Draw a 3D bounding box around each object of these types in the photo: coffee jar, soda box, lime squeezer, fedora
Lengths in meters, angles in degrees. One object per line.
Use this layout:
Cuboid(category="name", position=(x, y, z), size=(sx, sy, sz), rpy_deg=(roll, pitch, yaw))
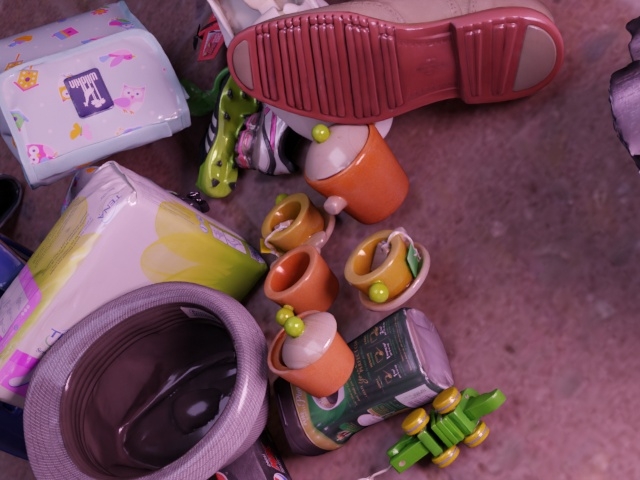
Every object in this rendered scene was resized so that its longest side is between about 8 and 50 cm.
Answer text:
Cuboid(category="coffee jar", position=(0.039, 0.148, 1.226), size=(0.184, 0.079, 0.096), rpy_deg=(-30, 59, 24))
Cuboid(category="soda box", position=(-0.071, 0.254, 1.283), size=(0.060, 0.053, 0.169), rpy_deg=(-43, 49, 15))
Cuboid(category="lime squeezer", position=(-0.121, -0.210, 1.552), size=(0.310, 0.059, 0.110), rpy_deg=(-8, 33, 37))
Cuboid(category="fedora", position=(-0.163, 0.175, 1.267), size=(0.275, 0.124, 0.244), rpy_deg=(-31, 55, 8))

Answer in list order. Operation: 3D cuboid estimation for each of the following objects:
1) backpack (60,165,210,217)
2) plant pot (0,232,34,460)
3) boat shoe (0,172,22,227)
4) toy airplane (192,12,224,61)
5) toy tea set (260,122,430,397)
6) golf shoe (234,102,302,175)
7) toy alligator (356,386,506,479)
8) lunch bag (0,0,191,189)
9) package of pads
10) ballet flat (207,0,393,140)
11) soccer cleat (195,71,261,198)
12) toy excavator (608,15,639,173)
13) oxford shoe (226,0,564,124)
Cuboid(category="backpack", position=(-0.242, -0.025, 1.510), size=(0.182, 0.115, 0.152), rpy_deg=(31, 94, 46))
Cuboid(category="plant pot", position=(-0.412, 0.114, 1.508), size=(0.236, 0.236, 0.212), rpy_deg=(31, 85, 43))
Cuboid(category="boat shoe", position=(-0.513, -0.022, 1.642), size=(0.099, 0.116, 0.319), rpy_deg=(-10, 18, 17))
Cuboid(category="toy airplane", position=(-0.110, -0.291, 1.581), size=(0.151, 0.028, 0.151), rpy_deg=(-27, 38, 23))
Cuboid(category="toy tea set", position=(0.000, 0.000, 1.238), size=(0.200, 0.124, 0.336), rpy_deg=(-35, 31, 17))
Cuboid(category="golf shoe", position=(-0.036, -0.167, 1.450), size=(0.086, 0.067, 0.186), rpy_deg=(14, 86, 23))
Cuboid(category="toy alligator", position=(0.104, 0.192, 1.177), size=(0.189, 0.056, 0.051), rpy_deg=(-38, 9, 20))
Cuboid(category="lunch bag", position=(-0.300, -0.180, 1.519), size=(0.223, 0.160, 0.262), rpy_deg=(-21, 36, -14))
Cuboid(category="package of pads", position=(-0.239, 0.077, 1.377), size=(0.296, 0.229, 0.101), rpy_deg=(-51, 43, 7))
Cuboid(category="ballet flat", position=(-0.069, -0.265, 1.368), size=(0.139, 0.139, 0.400), rpy_deg=(-39, 76, 18))
Cuboid(category="soccer cleat", position=(-0.119, -0.141, 1.493), size=(0.072, 0.060, 0.179), rpy_deg=(16, 90, 57))
Cuboid(category="toy excavator", position=(0.414, 0.023, 0.908), size=(0.222, 0.445, 0.433), rpy_deg=(-24, 15, 30))
Cuboid(category="oxford shoe", position=(0.077, -0.207, 1.278), size=(0.348, 0.123, 0.130), rpy_deg=(0, 35, 4))
